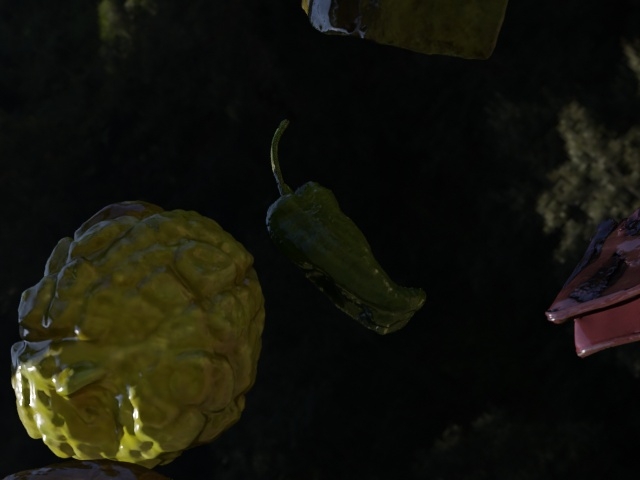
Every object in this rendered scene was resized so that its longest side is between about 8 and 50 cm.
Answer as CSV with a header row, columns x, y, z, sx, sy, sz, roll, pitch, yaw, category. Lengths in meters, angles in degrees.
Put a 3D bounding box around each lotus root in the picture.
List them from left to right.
x,y,z,sx,sy,sz,roll,pitch,yaw,category
0.062,-0.220,0.899,0.235,0.138,0.119,-127,39,-64,lotus root

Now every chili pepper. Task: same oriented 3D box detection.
x,y,z,sx,sy,sz,roll,pitch,yaw,category
0.000,0.000,0.990,0.073,0.204,0.072,-32,-17,-37,chili pepper

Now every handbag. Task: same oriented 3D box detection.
x,y,z,sx,sy,sz,roll,pitch,yaw,category
0.355,0.022,1.191,0.203,0.074,0.216,-26,14,44,handbag

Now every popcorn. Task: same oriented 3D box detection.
x,y,z,sx,sy,sz,roll,pitch,yaw,category
-0.159,0.084,1.003,0.251,0.206,0.237,173,108,-79,popcorn

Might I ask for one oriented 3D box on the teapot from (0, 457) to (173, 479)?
x,y,z,sx,sy,sz,roll,pitch,yaw,category
-0.145,0.244,0.650,0.311,0.203,0.167,-22,-25,-26,teapot
